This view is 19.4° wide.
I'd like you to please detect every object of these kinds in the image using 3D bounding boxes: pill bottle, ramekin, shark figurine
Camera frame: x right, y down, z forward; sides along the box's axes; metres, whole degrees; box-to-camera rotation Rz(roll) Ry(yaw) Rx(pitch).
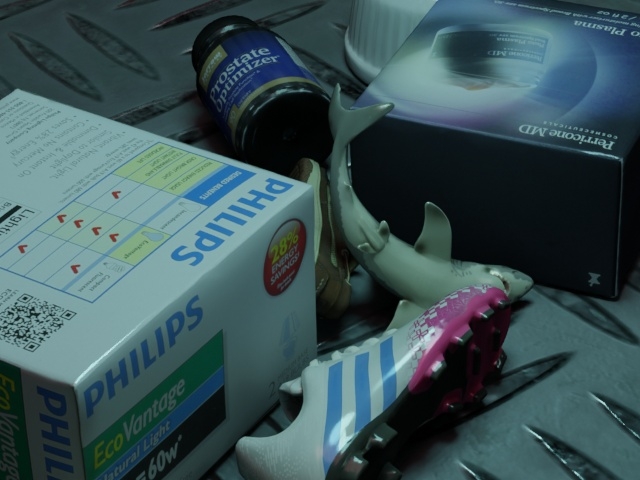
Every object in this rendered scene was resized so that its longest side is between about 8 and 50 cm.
[{"bbox_3d":[-0.070,-0.169,2.132,0.123,0.123,0.219,-15,36,-16],"label":"pill bottle"},{"bbox_3d":[0.161,-0.286,2.278,0.273,0.127,0.273,-2,35,2],"label":"ramekin"},{"bbox_3d":[0.061,-0.008,1.868,0.166,0.278,0.116,-41,11,-5],"label":"shark figurine"}]

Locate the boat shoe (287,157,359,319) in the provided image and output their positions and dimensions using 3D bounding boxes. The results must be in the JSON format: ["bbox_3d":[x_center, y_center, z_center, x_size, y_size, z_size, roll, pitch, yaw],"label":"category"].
[{"bbox_3d":[-0.004,0.006,1.928,0.095,0.095,0.257,30,27,-13],"label":"boat shoe"}]

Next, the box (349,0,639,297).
[{"bbox_3d":[0.222,-0.116,1.985,0.296,0.183,0.294,12,39,21],"label":"box"}]

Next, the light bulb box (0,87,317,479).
[{"bbox_3d":[-0.244,0.069,1.714,0.361,0.225,0.358,19,40,28],"label":"light bulb box"}]

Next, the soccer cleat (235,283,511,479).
[{"bbox_3d":[0.051,0.127,1.703,0.143,0.116,0.331,20,41,28],"label":"soccer cleat"}]
